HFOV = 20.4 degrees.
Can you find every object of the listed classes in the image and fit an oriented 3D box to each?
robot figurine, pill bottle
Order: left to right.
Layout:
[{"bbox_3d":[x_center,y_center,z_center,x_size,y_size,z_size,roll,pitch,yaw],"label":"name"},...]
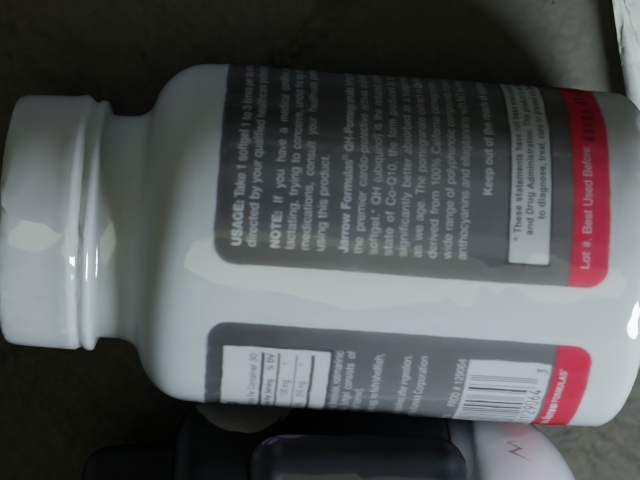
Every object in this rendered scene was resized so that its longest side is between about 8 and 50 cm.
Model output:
[{"bbox_3d":[0.000,0.000,0.920,0.318,0.176,0.176,4,108,-2],"label":"pill bottle"},{"bbox_3d":[0.008,0.175,0.978,0.278,0.209,0.174,0,95,-1],"label":"robot figurine"}]

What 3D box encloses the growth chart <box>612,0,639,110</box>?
[{"bbox_3d":[0.232,-0.126,0.963,0.172,0.021,0.237,-7,108,1],"label":"growth chart"}]
